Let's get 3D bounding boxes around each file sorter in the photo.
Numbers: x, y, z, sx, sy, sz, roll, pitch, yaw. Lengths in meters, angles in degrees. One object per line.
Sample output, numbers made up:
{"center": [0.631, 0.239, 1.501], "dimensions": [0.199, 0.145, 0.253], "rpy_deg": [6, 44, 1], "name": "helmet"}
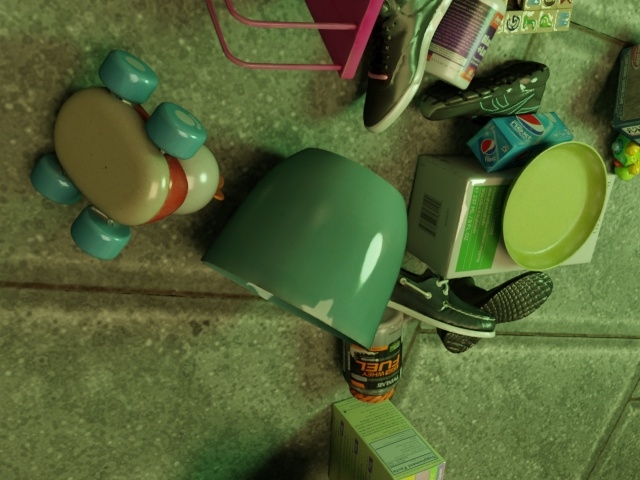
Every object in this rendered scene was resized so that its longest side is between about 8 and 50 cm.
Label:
{"center": [-0.028, -0.377, 0.898], "dimensions": [0.182, 0.202, 0.290], "rpy_deg": [-5, 145, -24], "name": "file sorter"}

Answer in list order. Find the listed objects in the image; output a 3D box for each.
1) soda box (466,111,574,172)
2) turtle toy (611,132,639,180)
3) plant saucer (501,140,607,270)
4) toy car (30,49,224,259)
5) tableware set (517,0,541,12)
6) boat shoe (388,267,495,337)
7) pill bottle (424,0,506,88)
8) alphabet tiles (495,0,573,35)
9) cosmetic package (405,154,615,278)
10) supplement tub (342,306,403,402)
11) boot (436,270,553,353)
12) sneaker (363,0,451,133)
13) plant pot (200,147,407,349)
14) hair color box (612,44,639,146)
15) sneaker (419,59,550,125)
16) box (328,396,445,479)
{"center": [0.360, -0.178, 1.308], "dimensions": [0.210, 0.067, 0.071], "rpy_deg": [-14, 156, -42], "name": "soda box"}
{"center": [0.653, -0.182, 1.550], "dimensions": [0.095, 0.066, 0.130], "rpy_deg": [-48, 133, -33], "name": "turtle toy"}
{"center": [0.407, -0.063, 1.299], "dimensions": [0.241, 0.037, 0.240], "rpy_deg": [-12, 117, -26], "name": "plant saucer"}
{"center": [-0.231, -0.110, 1.032], "dimensions": [0.219, 0.210, 0.238], "rpy_deg": [-49, 159, 18], "name": "toy car"}
{"center": [0.335, -0.463, 1.241], "dimensions": [0.169, 0.020, 0.141], "rpy_deg": [-6, 118, -28], "name": "tableware set"}
{"center": [0.178, 0.092, 1.317], "dimensions": [0.303, 0.114, 0.091], "rpy_deg": [18, 96, 1], "name": "boat shoe"}
{"center": [0.231, -0.353, 1.183], "dimensions": [0.108, 0.108, 0.193], "rpy_deg": [16, 107, -35], "name": "pill bottle"}
{"center": [0.369, -0.471, 1.240], "dimensions": [0.198, 0.009, 0.237], "rpy_deg": [-11, 119, -27], "name": "alphabet tiles"}
{"center": [0.357, -0.056, 1.391], "dimensions": [0.366, 0.155, 0.196], "rpy_deg": [-5, 114, -27], "name": "cosmetic package"}
{"center": [0.100, 0.211, 1.409], "dimensions": [0.117, 0.117, 0.190], "rpy_deg": [-16, 122, -23], "name": "supplement tub"}
{"center": [0.317, 0.107, 1.443], "dimensions": [0.247, 0.161, 0.083], "rpy_deg": [-32, 115, 5], "name": "boot"}
{"center": [0.096, -0.321, 1.131], "dimensions": [0.147, 0.105, 0.295], "rpy_deg": [17, 100, -34], "name": "sneaker"}
{"center": [0.000, 0.000, 1.142], "dimensions": [0.293, 0.293, 0.235], "rpy_deg": [36, 79, -39], "name": "plant pot"}
{"center": [0.740, -0.255, 1.501], "dimensions": [0.347, 0.105, 0.173], "rpy_deg": [21, 74, -37], "name": "hair color box"}
{"center": [0.294, -0.238, 1.290], "dimensions": [0.268, 0.101, 0.106], "rpy_deg": [-17, 125, -21], "name": "sneaker"}
{"center": [0.126, 0.466, 1.484], "dimensions": [0.117, 0.243, 0.213], "rpy_deg": [-11, 120, -25], "name": "box"}
